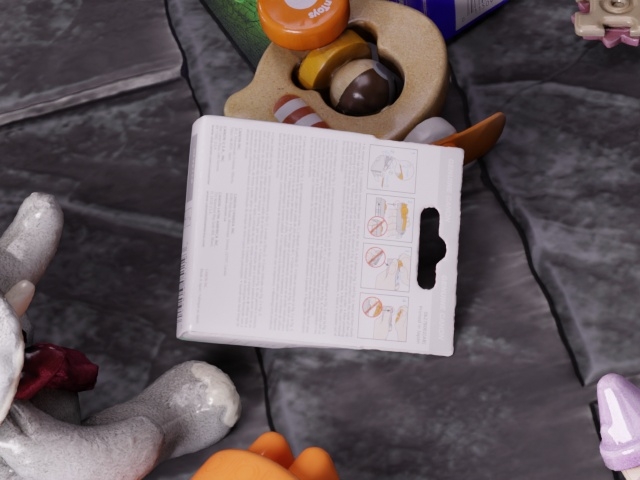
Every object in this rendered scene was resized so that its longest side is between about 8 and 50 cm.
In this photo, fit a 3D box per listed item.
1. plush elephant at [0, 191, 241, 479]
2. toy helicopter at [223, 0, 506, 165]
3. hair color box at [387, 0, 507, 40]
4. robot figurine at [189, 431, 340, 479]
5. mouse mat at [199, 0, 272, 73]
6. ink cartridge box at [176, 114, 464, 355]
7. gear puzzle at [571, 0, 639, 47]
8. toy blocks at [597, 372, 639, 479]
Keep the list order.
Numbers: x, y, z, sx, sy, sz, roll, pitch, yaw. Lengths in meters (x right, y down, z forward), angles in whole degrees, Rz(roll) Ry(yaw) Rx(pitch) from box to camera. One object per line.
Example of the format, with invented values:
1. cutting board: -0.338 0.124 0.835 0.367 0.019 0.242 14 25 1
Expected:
1. plush elephant: -0.256 0.084 1.348 0.272 0.255 0.330 25 44 26
2. toy helicopter: 0.013 -0.063 1.594 0.235 0.140 0.355 18 63 15
3. hair color box: 0.057 -0.340 1.830 0.185 0.110 0.339 -34 49 -25
4. robot figurine: -0.070 0.238 1.301 0.158 0.128 0.219 38 59 6
5. mouse mat: -0.030 -0.239 1.826 0.152 0.007 0.190 -25 47 -12
6. ink cartridge box: 0.000 0.000 1.495 0.224 0.056 0.181 6 82 -16
7. gear puzzle: 0.409 -0.235 1.716 0.339 0.044 0.175 1 46 8
8. toy blocks: 0.213 0.199 1.108 0.288 0.260 0.309 -41 14 -37
